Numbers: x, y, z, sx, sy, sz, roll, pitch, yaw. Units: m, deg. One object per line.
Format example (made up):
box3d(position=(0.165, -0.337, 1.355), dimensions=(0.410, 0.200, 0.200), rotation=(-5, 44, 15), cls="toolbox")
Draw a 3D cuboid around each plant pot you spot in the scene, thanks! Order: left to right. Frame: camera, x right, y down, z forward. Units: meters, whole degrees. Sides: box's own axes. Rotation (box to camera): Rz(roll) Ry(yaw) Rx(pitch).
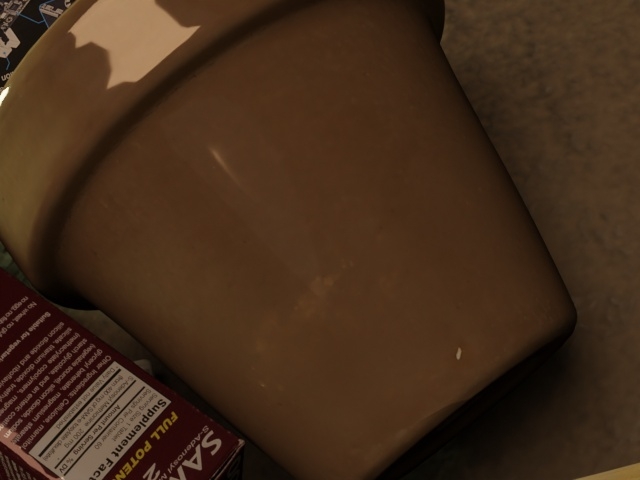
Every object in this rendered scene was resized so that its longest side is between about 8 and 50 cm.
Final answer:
box3d(position=(0.000, 0.000, 0.548), dimensions=(0.263, 0.263, 0.229), rotation=(-39, 74, 1), cls="plant pot")

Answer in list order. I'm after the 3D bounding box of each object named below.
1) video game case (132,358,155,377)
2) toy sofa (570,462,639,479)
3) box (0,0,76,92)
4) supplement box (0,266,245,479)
box3d(position=(-0.187, 0.175, 0.586), dimensions=(0.227, 0.026, 0.206), rotation=(-8, 57, -14), cls="video game case")
box3d(position=(0.071, 0.198, 0.441), dimensions=(0.362, 0.177, 0.150), rotation=(-19, 50, 15), cls="toy sofa")
box3d(position=(-0.250, -0.141, 0.666), dimensions=(0.295, 0.073, 0.293), rotation=(-27, 94, -15), cls="box")
box3d(position=(-0.154, 0.084, 0.556), dimensions=(0.239, 0.130, 0.073), rotation=(33, 60, 15), cls="supplement box")
